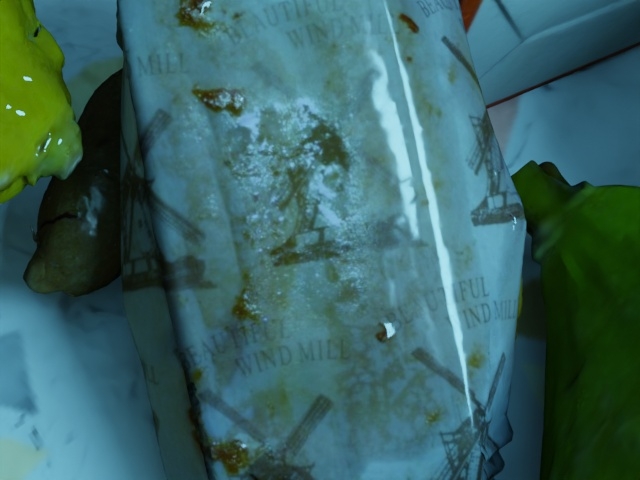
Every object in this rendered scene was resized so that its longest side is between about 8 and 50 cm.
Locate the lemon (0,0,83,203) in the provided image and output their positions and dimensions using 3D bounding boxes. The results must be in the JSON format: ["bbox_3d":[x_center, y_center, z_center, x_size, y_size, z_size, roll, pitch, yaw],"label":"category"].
[{"bbox_3d":[-0.200,-0.076,0.393,0.256,0.188,0.188,27,62,-1],"label":"lemon"}]

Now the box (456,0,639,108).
[{"bbox_3d":[0.096,-0.137,0.523,0.182,0.133,0.099,-24,73,-20],"label":"box"}]

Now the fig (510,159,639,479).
[{"bbox_3d":[0.168,0.079,0.380,0.233,0.233,0.314,-9,73,-17],"label":"fig"}]

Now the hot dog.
[{"bbox_3d":[0.000,0.000,0.428,0.144,0.075,0.268,-6,88,-4],"label":"hot dog"}]

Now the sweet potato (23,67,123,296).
[{"bbox_3d":[-0.064,-0.051,0.492,0.056,0.056,0.195,31,56,3],"label":"sweet potato"}]
